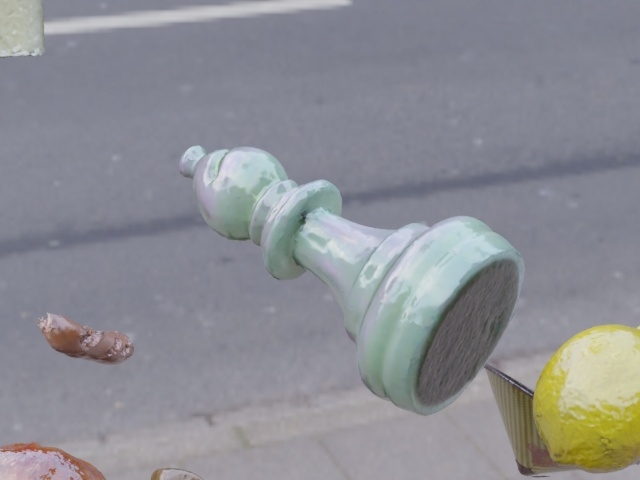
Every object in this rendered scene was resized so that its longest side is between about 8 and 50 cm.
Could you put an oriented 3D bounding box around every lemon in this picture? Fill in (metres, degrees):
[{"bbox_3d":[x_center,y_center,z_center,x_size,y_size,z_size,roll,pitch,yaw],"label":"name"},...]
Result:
[{"bbox_3d":[0.131,0.071,0.673,0.062,0.062,0.083,27,65,41],"label":"lemon"}]

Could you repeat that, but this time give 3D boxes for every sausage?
[{"bbox_3d":[-0.229,0.100,1.448,0.042,0.036,0.158,25,-3,22],"label":"sausage"}]

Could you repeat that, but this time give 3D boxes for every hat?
[{"bbox_3d":[0.235,0.212,1.554,0.193,0.082,0.193,32,1,-1],"label":"hat"}]

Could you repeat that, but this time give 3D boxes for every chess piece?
[{"bbox_3d":[0.000,0.000,1.047,0.272,0.139,0.139,32,38,27],"label":"chess piece"}]

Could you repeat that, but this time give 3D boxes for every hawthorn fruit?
[{"bbox_3d":[-0.318,0.323,1.592,0.179,0.179,0.200,8,68,12],"label":"hawthorn fruit"}]

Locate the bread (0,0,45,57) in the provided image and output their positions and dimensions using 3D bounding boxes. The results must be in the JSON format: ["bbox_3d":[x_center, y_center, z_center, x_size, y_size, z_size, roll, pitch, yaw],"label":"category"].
[{"bbox_3d":[-0.196,-0.113,0.647,0.154,0.068,0.028,-5,15,-21],"label":"bread"}]

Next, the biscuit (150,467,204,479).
[{"bbox_3d":[-0.148,0.397,1.595,0.301,0.278,0.043,-31,-3,-42],"label":"biscuit"}]
